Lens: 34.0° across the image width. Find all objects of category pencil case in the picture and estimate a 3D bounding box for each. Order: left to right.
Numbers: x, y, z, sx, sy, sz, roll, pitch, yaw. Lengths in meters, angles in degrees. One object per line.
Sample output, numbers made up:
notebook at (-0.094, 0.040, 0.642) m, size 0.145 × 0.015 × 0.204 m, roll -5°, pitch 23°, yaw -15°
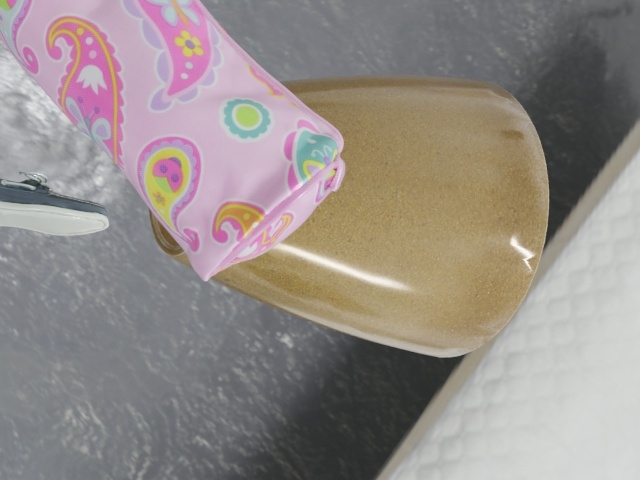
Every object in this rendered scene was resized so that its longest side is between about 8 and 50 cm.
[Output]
pencil case at (-0.108, -0.114, 0.625) m, size 0.124 × 0.124 × 0.284 m, roll -38°, pitch 86°, yaw -17°

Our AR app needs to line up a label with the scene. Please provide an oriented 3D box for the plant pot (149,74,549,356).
plant pot at (0.006, -0.034, 0.822) m, size 0.254 × 0.237 × 0.237 m, roll 8°, pitch 101°, yaw -33°

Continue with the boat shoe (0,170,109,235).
boat shoe at (-0.449, -0.059, 1.590) m, size 0.254 × 0.095 × 0.079 m, roll 3°, pitch 62°, yaw -4°
